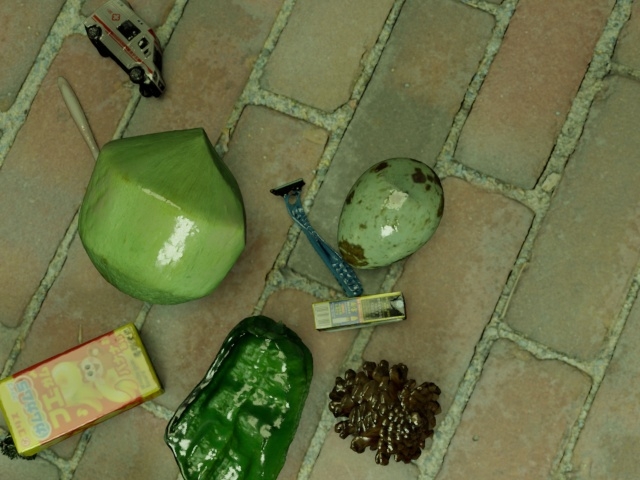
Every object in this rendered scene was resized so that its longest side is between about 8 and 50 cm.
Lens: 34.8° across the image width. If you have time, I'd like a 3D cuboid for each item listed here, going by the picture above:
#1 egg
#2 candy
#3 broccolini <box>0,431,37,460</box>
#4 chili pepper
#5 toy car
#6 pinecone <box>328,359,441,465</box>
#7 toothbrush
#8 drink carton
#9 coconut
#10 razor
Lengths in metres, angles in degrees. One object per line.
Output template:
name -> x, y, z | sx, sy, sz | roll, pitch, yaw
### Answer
egg -> 0.121, -0.044, 1.835 | 0.169, 0.169, 0.231 | 43, 106, 12
candy -> -0.438, 0.270, 1.863 | 0.276, 0.088, 0.146 | -23, 78, -9
broccolini -> -0.521, 0.325, 1.920 | 0.074, 0.058, 0.201 | 34, 70, -3
chili pepper -> -0.135, 0.316, 1.811 | 0.213, 0.167, 0.384 | 25, 96, 25
toy car -> -0.362, -0.375, 1.991 | 0.108, 0.089, 0.209 | -43, 75, -7
pinecone -> 0.108, 0.297, 1.784 | 0.195, 0.150, 0.179 | 22, 84, 10
toothbrush -> -0.450, -0.194, 2.004 | 0.025, 0.029, 0.307 | -28, 76, 1
drink carton -> 0.072, 0.131, 1.857 | 0.166, 0.071, 0.056 | -7, 83, 6
coconut -> -0.274, -0.056, 1.828 | 0.329, 0.281, 0.328 | -4, 85, 42
razor -> 0.000, 0.000, 1.907 | 0.082, 0.042, 0.253 | -26, 76, -40
